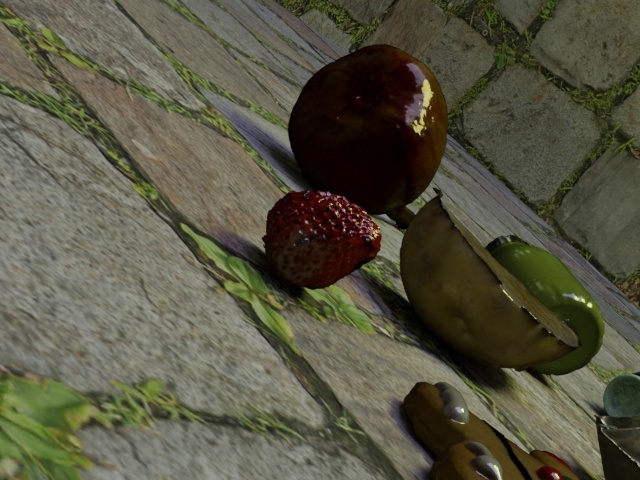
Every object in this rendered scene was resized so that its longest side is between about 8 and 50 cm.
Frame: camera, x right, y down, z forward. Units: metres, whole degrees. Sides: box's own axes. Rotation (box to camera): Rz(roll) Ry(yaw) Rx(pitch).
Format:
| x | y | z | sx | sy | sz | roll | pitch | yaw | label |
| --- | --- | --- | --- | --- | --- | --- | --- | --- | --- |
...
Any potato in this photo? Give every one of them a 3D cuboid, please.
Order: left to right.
| x | y | z | sx | sy | sz | roll | pitch | yaw | label |
| --- | --- | --- | --- | --- | --- | --- | --- | --- | --- |
| 0.164 | 0.075 | 1.145 | 0.243 | 0.098 | 0.138 | 42 | 13 | -22 | potato |

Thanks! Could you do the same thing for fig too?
| x | y | z | sx | sy | sz | roll | pitch | yaw | label |
| --- | --- | --- | --- | --- | --- | --- | --- | --- | --- |
| 0.091 | -0.092 | 1.387 | 0.290 | 0.191 | 0.190 | 49 | 4 | -37 | fig |

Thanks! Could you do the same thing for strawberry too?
| x | y | z | sx | sy | sz | roll | pitch | yaw | label |
| --- | --- | --- | --- | --- | --- | --- | --- | --- | --- |
| 0.000 | 0.000 | 0.921 | 0.096 | 0.083 | 0.083 | 5 | 7 | 10 | strawberry |

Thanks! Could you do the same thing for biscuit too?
| x | y | z | sx | sy | sz | roll | pitch | yaw | label |
| --- | --- | --- | --- | --- | --- | --- | --- | --- | --- |
| 0.186 | 0.204 | 0.856 | 0.301 | 0.049 | 0.197 | 37 | 14 | -22 | biscuit |

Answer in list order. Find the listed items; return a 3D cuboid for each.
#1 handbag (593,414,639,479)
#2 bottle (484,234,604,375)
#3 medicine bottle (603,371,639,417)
| x | y | z | sx | sy | sz | roll | pitch | yaw | label |
| --- | --- | --- | --- | --- | --- | --- | --- | --- | --- |
| 0.350 | 0.251 | 1.042 | 0.270 | 0.117 | 0.182 | 41 | 3 | 11 | handbag |
| 0.259 | 0.066 | 1.437 | 0.112 | 0.112 | 0.260 | 37 | 12 | -17 | bottle |
| 0.436 | 0.217 | 1.514 | 0.258 | 0.079 | 0.124 | 24 | 27 | -51 | medicine bottle |
